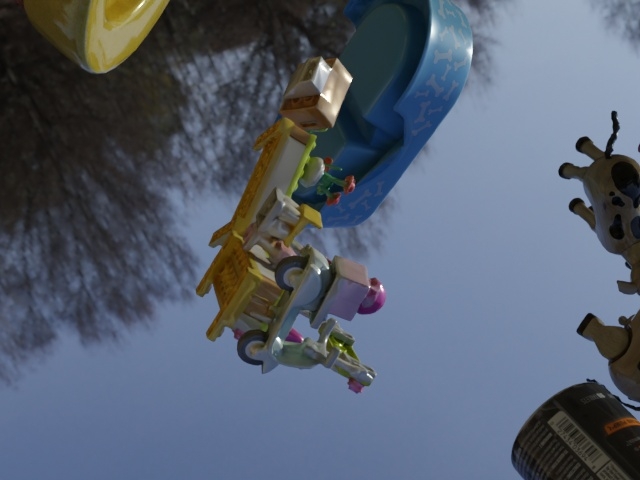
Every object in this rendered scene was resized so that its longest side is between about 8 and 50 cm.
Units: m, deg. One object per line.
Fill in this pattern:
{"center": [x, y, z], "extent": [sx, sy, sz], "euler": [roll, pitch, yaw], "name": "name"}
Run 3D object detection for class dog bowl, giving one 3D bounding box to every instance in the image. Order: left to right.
{"center": [0.046, -0.132, 1.048], "extent": [0.297, 0.074, 0.166], "euler": [-54, -141, 30], "name": "dog bowl"}

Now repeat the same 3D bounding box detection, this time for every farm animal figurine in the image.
{"center": [0.408, 0.049, 1.159], "extent": [0.330, 0.327, 0.172], "euler": [11, -163, -21], "name": "farm animal figurine"}

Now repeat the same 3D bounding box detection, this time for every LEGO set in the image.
{"center": [0.000, 0.000, 0.671], "extent": [0.132, 0.107, 0.287], "euler": [-50, -161, 28], "name": "LEGO set"}

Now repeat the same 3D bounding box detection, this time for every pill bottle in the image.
{"center": [0.310, 0.264, 1.012], "extent": [0.130, 0.130, 0.246], "euler": [-29, -132, -14], "name": "pill bottle"}

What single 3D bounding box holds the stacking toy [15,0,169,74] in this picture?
{"center": [-0.062, -0.251, 0.358], "extent": [0.309, 0.130, 0.279], "euler": [-64, 180, -27], "name": "stacking toy"}
